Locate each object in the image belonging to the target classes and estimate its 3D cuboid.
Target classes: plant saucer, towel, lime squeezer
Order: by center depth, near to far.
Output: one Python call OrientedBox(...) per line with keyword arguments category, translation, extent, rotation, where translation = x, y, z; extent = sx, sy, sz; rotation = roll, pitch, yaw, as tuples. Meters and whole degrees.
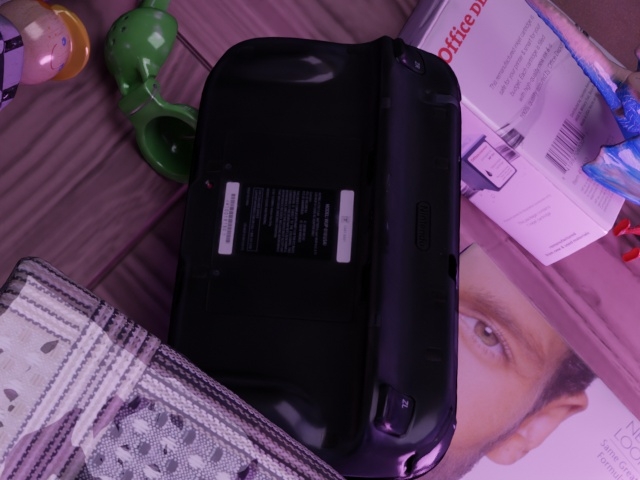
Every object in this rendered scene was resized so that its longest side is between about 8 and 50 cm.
OrientedBox(category="towel", translation=(-0.114, 0.213, 0.892), extent=(0.312, 0.056, 0.324), rotation=(38, 67, -9))
OrientedBox(category="lime squeezer", translation=(-0.089, -0.088, 1.198), extent=(0.110, 0.059, 0.310), rotation=(13, 55, -61))
OrientedBox(category="plant saucer", translation=(0.227, -0.172, 1.438), extent=(0.168, 0.029, 0.168), rotation=(13, 62, -26))

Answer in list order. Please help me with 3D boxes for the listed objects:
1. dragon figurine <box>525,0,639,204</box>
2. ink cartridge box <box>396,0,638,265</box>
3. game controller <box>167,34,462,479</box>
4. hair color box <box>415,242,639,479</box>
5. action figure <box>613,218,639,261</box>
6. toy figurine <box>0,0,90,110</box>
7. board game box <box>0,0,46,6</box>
OrientedBox(category="dragon figurine", translation=(0.238, -0.078, 1.264), extent=(0.289, 0.144, 0.085), rotation=(22, 60, -5))
OrientedBox(category="ink cartridge box", translation=(0.142, -0.099, 1.316), extent=(0.190, 0.082, 0.140), rotation=(39, 53, -11))
OrientedBox(category="game controller", translation=(0.000, 0.000, 1.080), extent=(0.166, 0.067, 0.319), rotation=(-1, 52, 7))
OrientedBox(category="hair color box", translation=(0.030, 0.175, 1.074), extent=(0.185, 0.110, 0.339), rotation=(48, 57, 4))
OrientedBox(category="action figure", translation=(0.278, -0.006, 1.394), extent=(0.115, 0.030, 0.038), rotation=(-7, 67, -36))
OrientedBox(category="toy figurine", translation=(-0.258, -0.129, 1.007), extent=(0.209, 0.213, 0.148), rotation=(56, 36, -2))
OrientedBox(category="board game box", translation=(-0.207, -0.287, 1.082), extent=(0.142, 0.144, 0.275), rotation=(-45, 117, -44))
